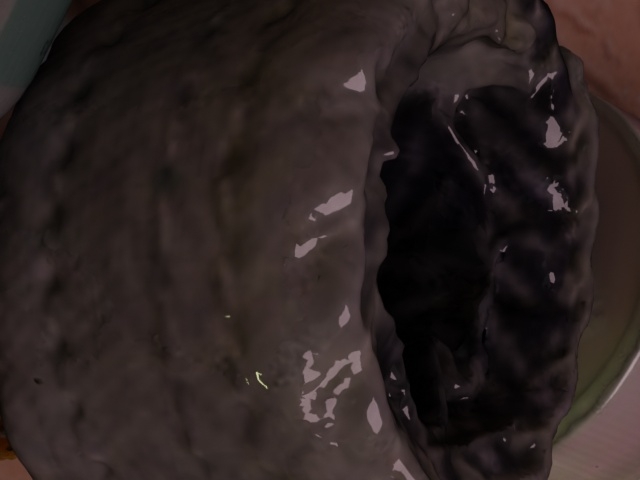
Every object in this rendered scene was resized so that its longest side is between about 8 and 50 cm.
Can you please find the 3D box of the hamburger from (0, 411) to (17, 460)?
[{"bbox_3d":[-0.126,0.031,0.689,0.141,0.081,0.126,18,104,-45],"label":"hamburger"}]

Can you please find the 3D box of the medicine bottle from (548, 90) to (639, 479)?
[{"bbox_3d":[0.195,0.067,0.877,0.379,0.213,0.213,25,99,-44],"label":"medicine bottle"}]

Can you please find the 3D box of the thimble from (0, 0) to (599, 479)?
[{"bbox_3d":[0.000,0.000,0.649,0.217,0.157,0.245,57,42,-40],"label":"thimble"}]

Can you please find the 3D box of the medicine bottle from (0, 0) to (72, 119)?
[{"bbox_3d":[-0.137,-0.097,0.580,0.110,0.110,0.352,19,104,-44],"label":"medicine bottle"}]
